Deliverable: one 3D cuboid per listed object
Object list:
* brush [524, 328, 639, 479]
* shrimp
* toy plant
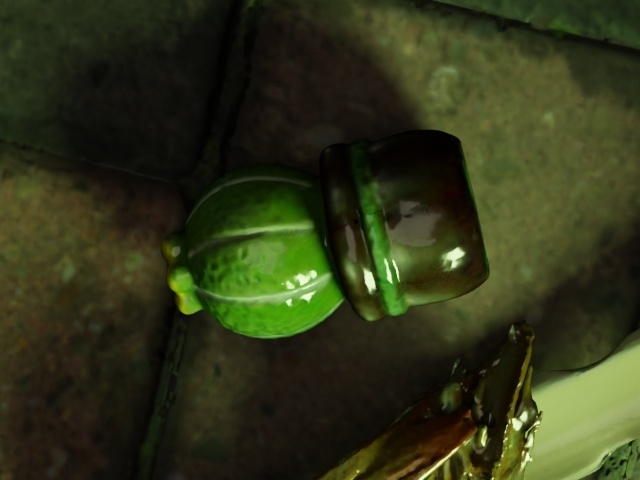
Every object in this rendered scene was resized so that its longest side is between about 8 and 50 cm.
[{"bbox_3d":[0.167,0.074,0.921,0.321,0.050,0.060,-26,97,15],"label":"brush"},{"bbox_3d":[0.033,0.154,0.889,0.145,0.061,0.267,29,98,-25],"label":"shrimp"},{"bbox_3d":[0.000,0.000,0.898,0.162,0.093,0.093,-12,96,5],"label":"toy plant"}]
